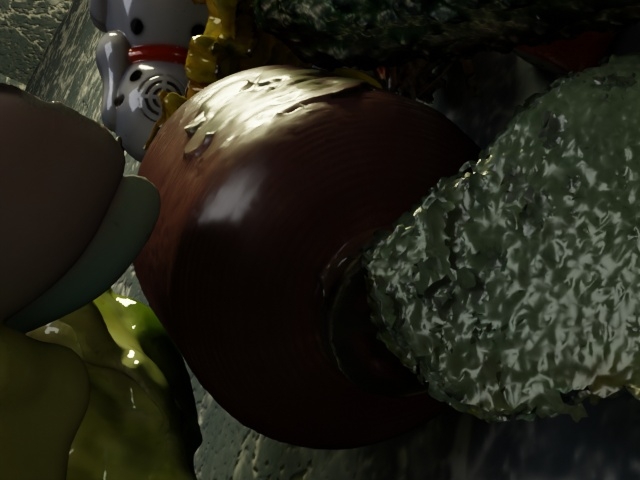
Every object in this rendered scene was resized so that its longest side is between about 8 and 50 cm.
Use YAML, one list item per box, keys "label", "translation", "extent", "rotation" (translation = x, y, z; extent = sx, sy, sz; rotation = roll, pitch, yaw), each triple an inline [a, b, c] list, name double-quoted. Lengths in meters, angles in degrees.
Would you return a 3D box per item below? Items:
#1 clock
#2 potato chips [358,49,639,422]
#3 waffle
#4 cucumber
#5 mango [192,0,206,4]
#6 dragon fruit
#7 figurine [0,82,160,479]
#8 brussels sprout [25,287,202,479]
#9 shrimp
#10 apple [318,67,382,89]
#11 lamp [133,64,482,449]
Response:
- label: "clock"
  translation: [-0.159, -0.188, 1.060]
  extent: [0.189, 0.189, 0.254]
  rotation: [-22, 64, 59]
- label: "potato chips"
  translation: [0.119, -0.022, 0.328]
  extent: [0.228, 0.059, 0.167]
  rotation: [-18, 44, 42]
- label: "waffle"
  translation: [-0.046, -0.099, 0.705]
  extent: [0.231, 0.051, 0.228]
  rotation: [-41, -32, -63]
- label: "cucumber"
  translation: [0.054, -0.126, 0.451]
  extent: [0.359, 0.096, 0.096]
  rotation: [5, 73, 61]
- label: "mango"
  translation: [-0.043, -0.389, 0.951]
  extent: [0.359, 0.187, 0.144]
  rotation: [-58, -16, 3]
- label: "dragon fruit"
  translation: [0.111, -0.119, 0.511]
  extent: [0.056, 0.060, 0.083]
  rotation: [-62, 21, 18]
- label: "figurine"
  translation: [-0.094, 0.116, 0.321]
  extent: [0.206, 0.284, 0.315]
  rotation: [63, -156, -73]
- label: "brussels sprout"
  translation: [-0.188, 0.198, 0.538]
  extent: [0.315, 0.276, 0.371]
  rotation: [133, 125, -65]
- label: "shrimp"
  translation: [0.065, -0.138, 0.622]
  extent: [0.073, 0.075, 0.190]
  rotation: [-7, 49, 27]
- label: "apple"
  translation: [0.009, -0.072, 0.670]
  extent: [0.089, 0.074, 0.089]
  rotation: [-53, 6, 8]
- label: "lamp"
  translation: [0.000, 0.000, 0.509]
  extent: [0.180, 0.180, 0.258]
  rotation: [-64, 24, 6]
